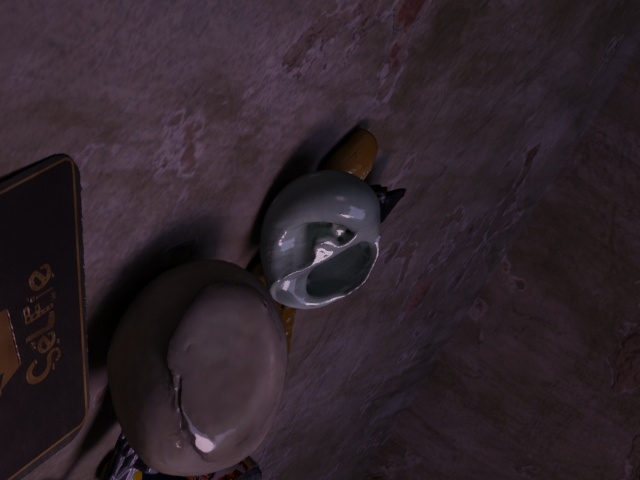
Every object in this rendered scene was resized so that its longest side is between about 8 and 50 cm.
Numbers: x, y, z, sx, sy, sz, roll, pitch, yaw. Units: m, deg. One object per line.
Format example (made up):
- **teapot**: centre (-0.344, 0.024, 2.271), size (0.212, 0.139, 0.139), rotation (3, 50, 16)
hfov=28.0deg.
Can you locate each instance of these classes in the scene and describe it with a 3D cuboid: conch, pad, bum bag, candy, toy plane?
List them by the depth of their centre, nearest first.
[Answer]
- **pad**: centre (-0.287, 0.102, 1.355), size (0.315, 0.063, 0.376), rotation (-39, 140, -49)
- **candy**: centre (-0.162, 0.166, 1.699), size (0.295, 0.185, 0.296), rotation (-5, 97, -47)
- **toy plane**: centre (-0.262, 0.311, 1.823), size (0.267, 0.088, 0.212), rotation (-68, 162, -6)
- **conch**: centre (0.001, -0.003, 1.884), size (0.221, 0.185, 0.121), rotation (-56, -172, 21)
- **bum bag**: centre (0.039, -0.033, 2.071), size (0.137, 0.074, 0.310), rotation (-44, 168, 29)

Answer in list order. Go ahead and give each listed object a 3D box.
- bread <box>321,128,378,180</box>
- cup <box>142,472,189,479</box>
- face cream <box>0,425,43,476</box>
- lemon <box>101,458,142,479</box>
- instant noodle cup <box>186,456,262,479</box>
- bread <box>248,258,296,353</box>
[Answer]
- **bread**: centre (0.049, -0.116, 1.978), size (0.115, 0.056, 0.082), rotation (-43, 160, -30)
- **cup**: centre (-0.266, 0.438, 2.035), size (0.176, 0.155, 0.131), rotation (-51, 161, -15)
- **face cream**: centre (-0.454, 0.277, 1.357), size (0.348, 0.105, 0.105), rotation (-34, 153, -46)
- **lemon**: centre (-0.303, 0.359, 1.951), size (0.062, 0.062, 0.083), rotation (-40, 157, -37)
- **instant noodle cup**: centre (-0.185, 0.419, 2.249), size (0.178, 0.125, 0.208), rotation (-48, 161, -16)
- **bread**: centre (-0.087, 0.145, 2.083), size (0.084, 0.077, 0.368), rotation (-47, 160, -32)
